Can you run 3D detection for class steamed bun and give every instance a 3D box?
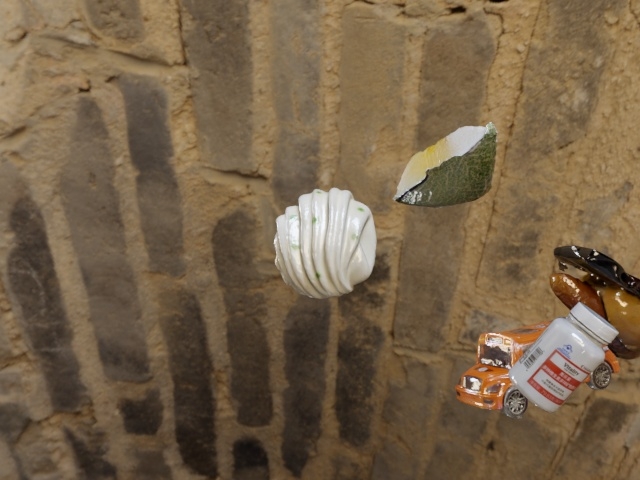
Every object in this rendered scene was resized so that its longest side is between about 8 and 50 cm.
[{"bbox_3d":[0.000,0.000,0.946,0.182,0.183,0.106,14,-15,27],"label":"steamed bun"}]

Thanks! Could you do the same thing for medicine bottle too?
[{"bbox_3d":[0.326,0.155,0.802,0.079,0.079,0.140,38,-75,8],"label":"medicine bottle"}]

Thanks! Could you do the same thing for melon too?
[{"bbox_3d":[0.214,-0.110,0.921,0.139,0.093,0.202,24,-36,-26],"label":"melon"}]

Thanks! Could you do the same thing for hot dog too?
[{"bbox_3d":[0.497,0.127,1.039,0.326,0.107,0.194,29,-7,-17],"label":"hot dog"}]

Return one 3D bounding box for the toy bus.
[{"bbox_3d":[0.432,0.247,1.212,0.143,0.329,0.153,171,-90,-68],"label":"toy bus"}]
